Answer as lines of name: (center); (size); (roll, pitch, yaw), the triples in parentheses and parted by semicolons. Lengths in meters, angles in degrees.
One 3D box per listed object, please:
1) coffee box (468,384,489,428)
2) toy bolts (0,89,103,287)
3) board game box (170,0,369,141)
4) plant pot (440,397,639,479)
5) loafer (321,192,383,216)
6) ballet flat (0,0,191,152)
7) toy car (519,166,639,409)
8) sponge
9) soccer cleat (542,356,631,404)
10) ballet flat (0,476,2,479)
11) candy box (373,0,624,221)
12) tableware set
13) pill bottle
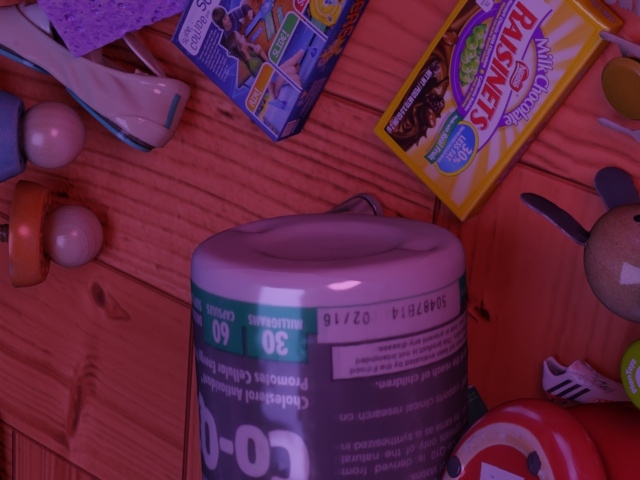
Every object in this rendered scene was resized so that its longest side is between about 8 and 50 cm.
coffee box: (0.122, 0.221, 1.265); (0.113, 0.040, 0.184); (-35, 82, 43)
toy bolts: (-0.284, -0.085, 1.438); (0.228, 0.158, 0.218); (92, 178, -67)
board game box: (-0.033, -0.197, 1.238); (0.136, 0.035, 0.201); (45, 130, 18)
plant pot: (0.187, 0.201, 1.063); (0.191, 0.174, 0.191); (-24, 60, 52)
loafer: (0.000, 0.000, 1.285); (0.125, 0.039, 0.045); (-38, 82, 43)
ballet flat: (-0.213, -0.167, 1.389); (0.248, 0.086, 0.086); (34, 126, 25)
toy car: (0.228, 0.004, 1.024); (0.188, 0.155, 0.149); (42, 131, 37)
sponge: (-0.199, -0.251, 1.262); (0.117, 0.031, 0.210); (-20, 130, 14)
soccer cleat: (0.200, 0.107, 1.161); (0.083, 0.029, 0.036); (8, 116, 44)
ballet flat: (-0.377, 0.259, 1.711); (0.057, 0.049, 0.173); (16, 117, 37)
candy box: (0.124, -0.118, 1.138); (0.105, 0.027, 0.206); (45, 131, 13)
tableware set: (0.230, -0.121, 1.019); (0.104, 0.024, 0.154); (30, 141, 35)
pill bottle: (0.012, 0.173, 1.174); (0.204, 0.204, 0.361); (8, 107, 39)
